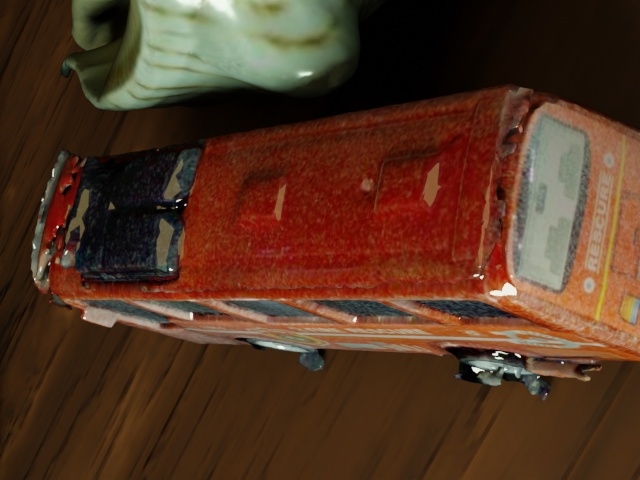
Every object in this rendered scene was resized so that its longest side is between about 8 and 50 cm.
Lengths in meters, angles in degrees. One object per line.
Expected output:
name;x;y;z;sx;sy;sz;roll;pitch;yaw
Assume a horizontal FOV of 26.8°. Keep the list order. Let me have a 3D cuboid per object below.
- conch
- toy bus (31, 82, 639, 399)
conch;-0.016;-0.135;0.452;0.386;0.169;0.203;101;174;-63
toy bus;0.000;0.000;0.414;0.235;0.096;0.074;-2;72;49
